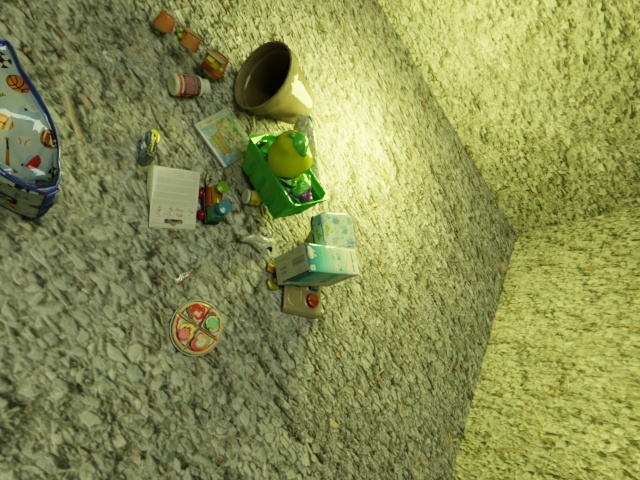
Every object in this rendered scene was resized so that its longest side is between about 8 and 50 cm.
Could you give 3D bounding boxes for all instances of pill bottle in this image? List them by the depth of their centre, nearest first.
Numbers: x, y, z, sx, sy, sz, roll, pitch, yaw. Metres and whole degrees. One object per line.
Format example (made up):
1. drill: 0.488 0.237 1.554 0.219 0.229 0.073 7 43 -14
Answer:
1. pill bottle: -0.528 -0.624 1.632 0.152 0.086 0.086 -13 86 -43
2. pill bottle: -0.275 -0.180 1.742 0.116 0.065 0.065 8 72 -40

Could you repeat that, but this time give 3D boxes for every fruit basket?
1. fruit basket: -0.125 -0.310 1.652 0.283 0.392 0.391 -17 89 -51

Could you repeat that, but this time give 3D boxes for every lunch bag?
1. lunch bag: -0.842 -0.255 1.071 0.239 0.328 0.385 -36 104 -38
2. lunch bag: 0.059 -0.037 1.832 0.219 0.090 0.176 -3 79 -43

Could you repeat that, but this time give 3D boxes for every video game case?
1. video game case: -0.409 -0.437 1.727 0.212 0.023 0.193 56 49 -15

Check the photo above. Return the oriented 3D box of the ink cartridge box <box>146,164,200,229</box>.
1. ink cartridge box: -0.551 -0.157 1.510 0.181 0.056 0.224 3 94 -42

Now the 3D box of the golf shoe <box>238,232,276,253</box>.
1. golf shoe: -0.260 0.012 1.699 0.176 0.069 0.085 2 82 -41

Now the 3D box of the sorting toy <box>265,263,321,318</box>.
1. sorting toy: -0.109 0.211 1.789 0.307 0.041 0.228 20 65 -37

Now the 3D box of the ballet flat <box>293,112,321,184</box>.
1. ballet flat: -0.079 -0.371 1.867 0.147 0.147 0.408 -32 121 -43

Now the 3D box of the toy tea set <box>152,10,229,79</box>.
1. toy tea set: -0.532 -0.779 1.664 0.336 0.124 0.200 38 18 -6

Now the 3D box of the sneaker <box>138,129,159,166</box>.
1. sneaker: -0.634 -0.334 1.475 0.053 0.059 0.144 40 60 -59

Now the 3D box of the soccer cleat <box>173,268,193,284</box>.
1. soccer cleat: -0.499 0.125 1.473 0.083 0.029 0.035 -48 114 -35

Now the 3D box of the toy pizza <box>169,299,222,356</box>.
1. toy pizza: -0.442 0.315 1.463 0.201 0.032 0.201 14 68 -39

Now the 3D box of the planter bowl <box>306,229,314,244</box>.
1. planter bowl: 0.000 0.000 1.905 0.162 0.109 0.162 14 69 -40

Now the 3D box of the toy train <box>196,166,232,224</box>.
1. toy train: -0.408 -0.196 1.571 0.105 0.143 0.247 4 75 -42

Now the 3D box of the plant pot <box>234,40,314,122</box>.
1. plant pot: -0.180 -0.676 1.845 0.280 0.323 0.323 25 60 -54

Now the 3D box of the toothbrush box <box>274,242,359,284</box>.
1. toothbrush box: -0.015 0.113 1.743 0.296 0.216 0.126 7 66 -43
